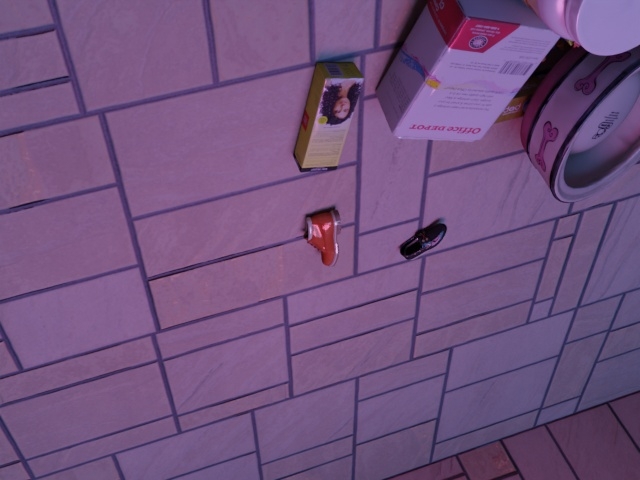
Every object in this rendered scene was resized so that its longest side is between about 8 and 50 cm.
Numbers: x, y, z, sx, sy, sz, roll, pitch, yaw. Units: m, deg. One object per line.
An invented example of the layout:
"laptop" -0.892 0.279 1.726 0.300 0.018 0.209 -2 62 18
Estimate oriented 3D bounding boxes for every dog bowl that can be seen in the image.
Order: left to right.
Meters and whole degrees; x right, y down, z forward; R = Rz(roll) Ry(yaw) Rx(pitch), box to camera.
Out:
"dog bowl" 0.606 -0.282 1.800 0.408 0.150 0.407 -30 149 -20

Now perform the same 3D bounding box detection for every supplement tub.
"supplement tub" 0.434 -0.485 1.406 0.236 0.324 0.235 -15 139 -13

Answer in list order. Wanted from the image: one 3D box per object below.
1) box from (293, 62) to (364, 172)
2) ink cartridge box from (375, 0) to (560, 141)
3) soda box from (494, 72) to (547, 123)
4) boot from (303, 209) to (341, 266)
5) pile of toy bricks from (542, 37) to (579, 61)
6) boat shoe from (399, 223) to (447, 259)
"box" 0.012 -0.241 1.661 0.088 0.058 0.232 -6 138 -22
"ink cartridge box" 0.274 -0.339 1.600 0.226 0.131 0.306 0 146 -28
"soda box" 0.417 -0.304 1.808 0.182 0.058 0.061 -15 141 -12
"boot" 0.000 0.000 1.928 0.085 0.059 0.157 -11 130 -13
"pile of toy bricks" 0.496 -0.431 1.673 0.212 0.105 0.118 -38 139 15
"boat shoe" 0.256 0.002 2.067 0.133 0.048 0.042 -37 148 20
